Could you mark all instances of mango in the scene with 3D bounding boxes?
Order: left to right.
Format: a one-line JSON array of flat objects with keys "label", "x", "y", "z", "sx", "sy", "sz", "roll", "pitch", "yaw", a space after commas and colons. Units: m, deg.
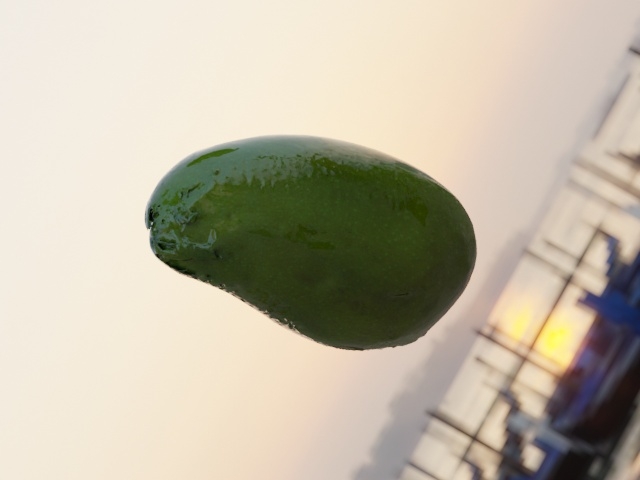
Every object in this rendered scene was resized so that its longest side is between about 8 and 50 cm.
[{"label": "mango", "x": 0.000, "y": 0.000, "z": 0.846, "sx": 0.074, "sy": 0.165, "sz": 0.091, "roll": -21, "pitch": 66, "yaw": 51}]
